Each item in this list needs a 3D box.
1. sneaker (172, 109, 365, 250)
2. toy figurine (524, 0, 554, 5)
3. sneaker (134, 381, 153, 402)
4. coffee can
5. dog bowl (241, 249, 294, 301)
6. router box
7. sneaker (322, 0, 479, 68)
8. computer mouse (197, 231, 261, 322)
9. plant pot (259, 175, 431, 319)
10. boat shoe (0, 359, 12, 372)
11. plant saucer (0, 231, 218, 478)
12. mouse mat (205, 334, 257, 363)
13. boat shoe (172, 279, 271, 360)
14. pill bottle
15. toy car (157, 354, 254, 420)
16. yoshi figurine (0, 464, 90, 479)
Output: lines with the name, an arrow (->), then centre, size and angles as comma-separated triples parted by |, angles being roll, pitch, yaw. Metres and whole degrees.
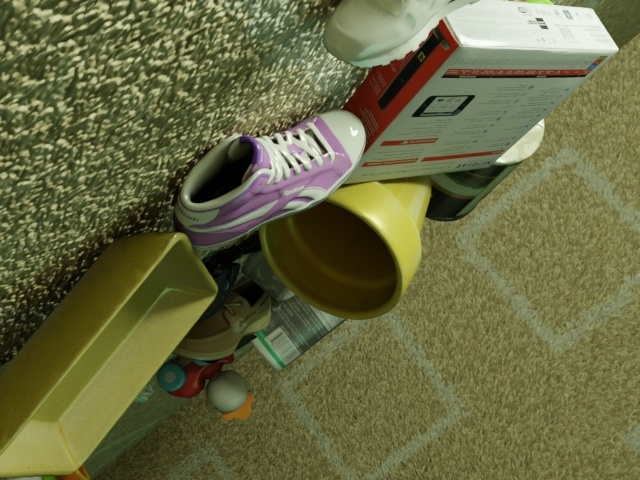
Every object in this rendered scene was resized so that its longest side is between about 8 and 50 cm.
sneaker -> -0.047, -0.091, 0.961 | 0.282, 0.102, 0.161 | -36, 169, -20
toy figurine -> 0.300, -0.317, 1.287 | 0.159, 0.130, 0.173 | -7, 127, -58
sneaker -> -0.389, 0.292, 1.628 | 0.080, 0.094, 0.212 | -38, 172, 6
coffee can -> 0.282, -0.182, 1.579 | 0.201, 0.202, 0.275 | -35, 171, -25
dog bowl -> 0.000, 0.000, 1.708 | 0.348, 0.102, 0.349 | -38, 172, -6
router box -> 0.208, -0.208, 1.157 | 0.335, 0.082, 0.301 | -9, 155, -38
sneaker -> 0.093, -0.255, 0.769 | 0.235, 0.090, 0.095 | -40, 161, -19
computer mouse -> -0.207, 0.096, 1.451 | 0.262, 0.060, 0.184 | -43, 172, 31
plant pot -> 0.064, -0.040, 1.321 | 0.254, 0.254, 0.239 | -47, -176, 48
boat shoe -> -0.457, 0.263, 1.106 | 0.319, 0.099, 0.116 | -40, 170, 9
plant saucer -> -0.280, 0.139, 1.019 | 0.333, 0.081, 0.333 | -53, 171, -12
mouse mat -> -0.242, 0.210, 1.720 | 0.189, 0.152, 0.007 | -26, 128, -61
boat shoe -> -0.207, 0.158, 1.701 | 0.341, 0.121, 0.110 | -29, 132, -66
pill bottle -> -0.030, 0.150, 2.053 | 0.361, 0.204, 0.204 | -37, 172, -6
toy car -> -0.288, 0.395, 2.163 | 0.210, 0.238, 0.219 | -38, 172, -2
yoshi figurine -> -0.636, 0.520, 1.532 | 0.362, 0.204, 0.203 | -35, 156, -11
